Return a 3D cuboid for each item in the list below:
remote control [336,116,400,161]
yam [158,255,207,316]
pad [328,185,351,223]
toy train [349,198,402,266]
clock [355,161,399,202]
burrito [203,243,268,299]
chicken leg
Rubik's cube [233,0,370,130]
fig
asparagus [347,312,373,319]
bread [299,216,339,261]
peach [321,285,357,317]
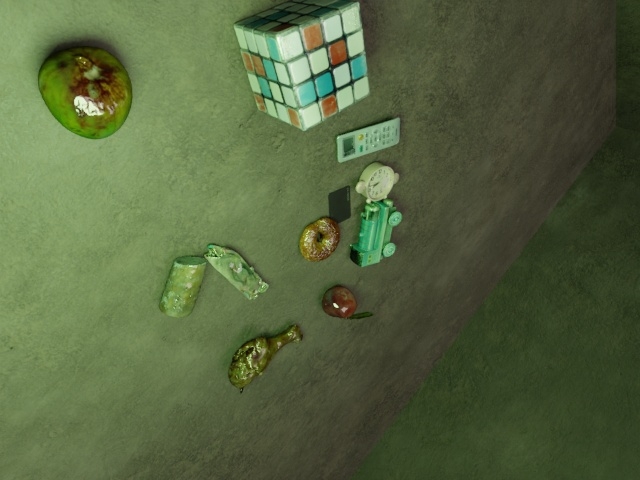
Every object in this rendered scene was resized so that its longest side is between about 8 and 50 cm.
[{"bbox_3d":[0.182,-0.385,1.555,0.293,0.051,0.103,-23,129,-24],"label":"remote control"},{"bbox_3d":[-0.436,0.139,1.315,0.107,0.107,0.194,9,110,-44],"label":"yam"},{"bbox_3d":[0.079,-0.138,1.658,0.112,0.003,0.157,-27,131,-27],"label":"pad"},{"bbox_3d":[0.236,-0.035,1.783,0.194,0.120,0.299,-13,124,-29],"label":"toy train"},{"bbox_3d":[0.227,-0.239,1.682,0.229,0.063,0.156,-18,130,-29],"label":"clock"},{"bbox_3d":[-0.291,0.108,1.449,0.096,0.066,0.309,-44,134,-6],"label":"burrito"},{"bbox_3d":[-0.228,0.442,1.679,0.361,0.140,0.212,-40,158,-29],"label":"chicken leg"},{"bbox_3d":[-0.046,-0.493,1.133,0.256,0.259,0.254,-34,136,-20],"label":"Rubik's cube"},{"bbox_3d":[-0.510,-0.318,0.912,0.180,0.181,0.191,-12,146,-36],"label":"fig"},{"bbox_3d":[0.178,0.379,2.063,0.235,0.027,0.034,6,107,-43],"label":"asparagus"},{"bbox_3d":[0.000,0.000,1.636,0.193,0.064,0.194,-19,125,-29],"label":"bread"},{"bbox_3d":[0.074,0.282,1.833,0.152,0.152,0.152,-22,129,-30],"label":"peach"}]
